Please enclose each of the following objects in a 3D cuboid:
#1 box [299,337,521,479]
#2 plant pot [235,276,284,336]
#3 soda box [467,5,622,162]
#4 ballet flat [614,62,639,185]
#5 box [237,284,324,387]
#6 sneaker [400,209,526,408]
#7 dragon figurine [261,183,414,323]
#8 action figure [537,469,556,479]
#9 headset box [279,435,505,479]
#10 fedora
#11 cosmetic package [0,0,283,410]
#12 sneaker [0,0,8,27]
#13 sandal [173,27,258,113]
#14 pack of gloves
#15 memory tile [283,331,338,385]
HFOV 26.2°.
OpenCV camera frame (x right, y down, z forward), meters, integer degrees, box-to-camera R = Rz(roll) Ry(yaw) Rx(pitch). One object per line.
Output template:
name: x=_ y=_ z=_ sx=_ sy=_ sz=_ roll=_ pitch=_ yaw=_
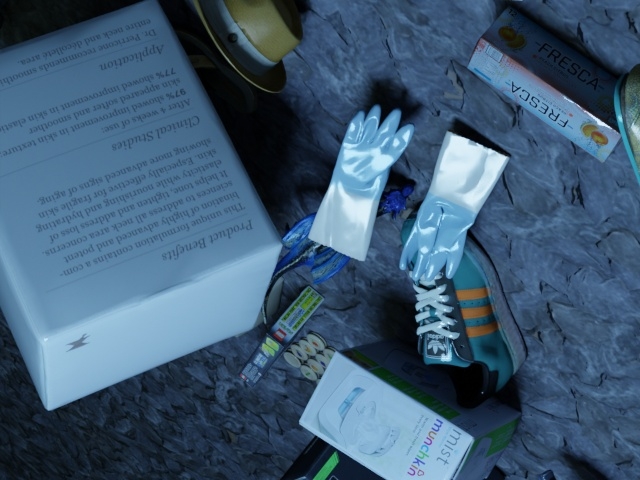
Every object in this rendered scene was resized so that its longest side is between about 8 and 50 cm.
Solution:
box: x=0.134 y=0.257 z=1.968 sx=0.231 sy=0.126 sz=0.262 roll=30 pitch=-169 yaw=20
plant pot: x=-0.135 y=0.090 z=2.234 sx=0.109 sy=0.096 sz=0.109 roll=34 pitch=150 yaw=14
soda box: x=0.249 y=-0.166 z=1.456 sx=0.183 sy=0.063 sz=0.058 roll=37 pitch=151 yaw=9
ballet flat: x=0.392 y=-0.036 z=1.423 sx=0.123 sy=0.123 sz=0.348 roll=15 pitch=142 yaw=39
box: x=-0.066 y=0.158 z=2.227 sx=0.036 sy=0.114 sz=0.207 roll=40 pitch=152 yaw=3
sneaker: x=0.178 y=0.100 z=1.846 sx=0.108 sy=0.121 sz=0.302 roll=4 pitch=134 yaw=47
dragon figurine: x=0.000 y=0.000 z=1.844 sx=0.085 sy=0.289 sz=0.144 roll=47 pitch=-171 yaw=-6
action figure: x=0.468 y=0.458 z=1.943 sx=0.330 sy=0.179 sz=0.341 roll=-28 pitch=84 yaw=65
headset box: x=0.105 y=0.377 z=2.186 sx=0.283 sy=0.246 sz=0.131 roll=45 pitch=152 yaw=-5
fedora: x=-0.078 y=-0.274 z=1.651 sx=0.079 sy=0.194 sz=0.194 roll=-29 pitch=112 yaw=21
cosmetic package: x=-0.295 y=-0.042 z=1.846 sx=0.393 sy=0.329 sz=0.327 roll=63 pitch=161 yaw=16
sneaker: x=-0.507 y=-0.402 z=2.024 sx=0.121 sy=0.111 sz=0.300 roll=31 pitch=157 yaw=-3
sandal: x=-0.162 y=-0.228 z=1.877 sx=0.180 sy=0.049 sz=0.072 roll=40 pitch=151 yaw=15
pack of gloves: x=0.110 y=-0.062 z=1.725 sx=0.195 sy=0.046 sz=0.232 roll=23 pitch=127 yaw=3
memory tile: x=0.000 y=0.209 z=2.322 sx=0.113 sy=0.012 sz=0.148 roll=43 pitch=152 yaw=-3
